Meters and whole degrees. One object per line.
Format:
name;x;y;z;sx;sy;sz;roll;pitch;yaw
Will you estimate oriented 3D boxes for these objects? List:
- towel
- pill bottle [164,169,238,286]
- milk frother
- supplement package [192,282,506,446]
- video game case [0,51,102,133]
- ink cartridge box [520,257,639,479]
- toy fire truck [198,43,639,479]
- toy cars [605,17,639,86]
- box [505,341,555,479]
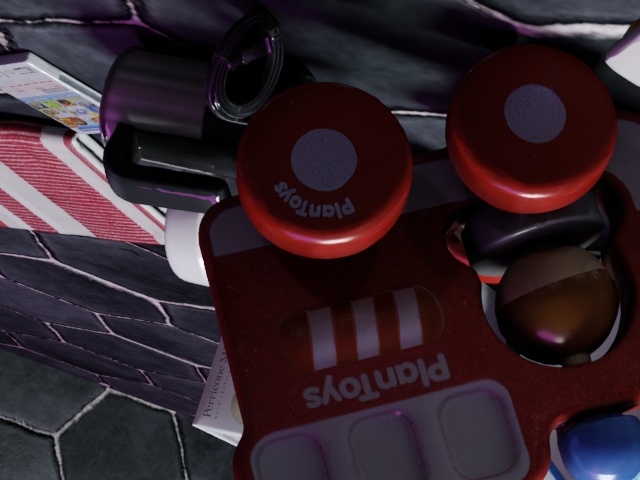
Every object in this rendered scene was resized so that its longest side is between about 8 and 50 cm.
towel;-0.310;-0.068;1.422;0.329;0.037;0.237;7;160;28
pill bottle;0.000;0.000;1.138;0.229;0.131;0.131;9;163;26
milk frother;-0.083;-0.101;0.975;0.134;0.129;0.143;11;121;18
supplement package;0.054;0.141;1.451;0.262;0.199;0.198;5;161;37
video game case;-0.215;-0.118;1.179;0.087;0.011;0.122;0;158;45
ink cartridge box;0.296;0.145;1.148;0.232;0.168;0.171;28;-163;-34
toy fire truck;0.080;0.039;0.866;0.302;0.254;0.169;-12;163;-8
toy cars;0.334;-0.061;0.665;0.393;0.087;0.176;14;154;26
box;0.214;0.207;1.343;0.087;0.290;0.169;9;162;29
